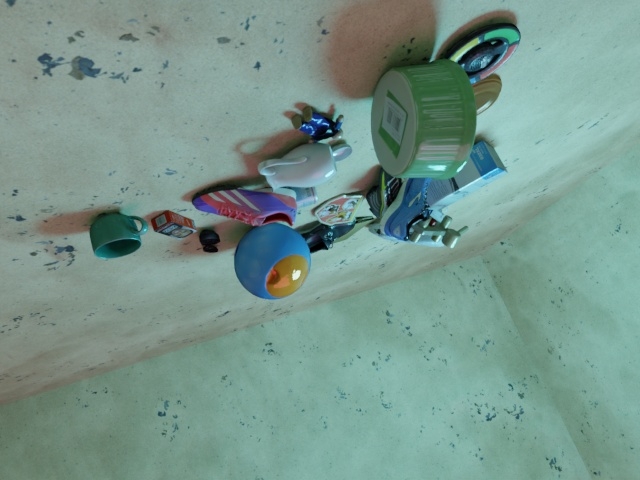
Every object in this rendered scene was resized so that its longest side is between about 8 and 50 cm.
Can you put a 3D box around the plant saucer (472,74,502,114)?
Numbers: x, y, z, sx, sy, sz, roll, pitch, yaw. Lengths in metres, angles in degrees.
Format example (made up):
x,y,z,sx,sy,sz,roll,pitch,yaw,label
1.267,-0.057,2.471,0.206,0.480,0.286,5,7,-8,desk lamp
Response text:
x,y,z,sx,sy,sz,roll,pitch,yaw,label
0.471,-0.431,1.573,0.200,0.037,0.200,-20,163,-7,plant saucer

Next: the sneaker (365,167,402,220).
x,y,z,sx,sy,sz,roll,pitch,yaw,label
0.229,-0.173,1.930,0.111,0.121,0.300,-47,153,-27,sneaker

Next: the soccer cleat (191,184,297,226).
x,y,z,sx,sy,sz,roll,pitch,yaw,label
-0.227,-0.098,1.545,0.318,0.116,0.108,-2,161,-14,soccer cleat

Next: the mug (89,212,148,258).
x,y,z,sx,sy,sz,roll,pitch,yaw,label
-0.576,-0.022,1.455,0.158,0.097,0.129,-16,161,-20,mug

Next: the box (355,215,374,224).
x,y,z,sx,sy,sz,roll,pitch,yaw,label
0.128,-0.043,2.308,0.164,0.021,0.201,-16,164,-47,box

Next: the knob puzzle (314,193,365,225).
x,y,z,sx,sy,sz,roll,pitch,yaw,label
0.068,-0.112,1.998,0.213,0.030,0.213,-15,150,-9,knob puzzle

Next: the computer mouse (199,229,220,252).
x,y,z,sx,sy,sz,roll,pitch,yaw,label
-0.402,0.003,1.850,0.071,0.041,0.242,-9,167,-12,computer mouse

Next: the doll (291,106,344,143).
x,y,z,sx,sy,sz,roll,pitch,yaw,label
0.008,-0.308,1.379,0.129,0.046,0.189,-29,161,27,doll

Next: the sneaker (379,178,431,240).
x,y,z,sx,sy,sz,roll,pitch,yaw,label
0.360,-0.144,1.887,0.330,0.147,0.130,-61,156,3,sneaker

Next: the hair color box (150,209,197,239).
x,y,z,sx,sy,sz,roll,pitch,yaw,label
-0.461,-0.047,1.605,0.072,0.043,0.141,-27,163,13,hair color box

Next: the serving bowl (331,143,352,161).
x,y,z,sx,sy,sz,roll,pitch,yaw,label
0.056,-0.274,1.565,0.083,0.027,0.083,-19,162,-6,serving bowl

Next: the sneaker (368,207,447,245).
x,y,z,sx,sy,sz,roll,pitch,yaw,label
0.410,-0.096,2.351,0.366,0.210,0.137,9,175,25,sneaker

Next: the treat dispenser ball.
x,y,z,sx,sy,sz,roll,pitch,yaw,label
-0.179,0.077,1.902,0.288,0.288,0.288,-20,162,-6,treat dispenser ball

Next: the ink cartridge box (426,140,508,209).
x,y,z,sx,sy,sz,roll,pitch,yaw,label
0.561,-0.252,2.026,0.307,0.129,0.223,-31,168,26,ink cartridge box

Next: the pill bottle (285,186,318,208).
x,y,z,sx,sy,sz,roll,pitch,yaw,label
-0.095,-0.143,1.678,0.160,0.087,0.087,-18,162,-11,pill bottle

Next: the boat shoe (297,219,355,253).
x,y,z,sx,sy,sz,roll,pitch,yaw,label
-0.001,-0.002,2.124,0.340,0.113,0.127,-18,140,-3,boat shoe

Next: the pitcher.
x,y,z,sx,sy,sz,roll,pitch,yaw,label
-0.066,-0.212,1.446,0.207,0.125,0.178,-15,173,8,pitcher

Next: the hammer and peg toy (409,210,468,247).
x,y,z,sx,sy,sz,roll,pitch,yaw,label
0.435,-0.066,2.102,0.266,0.361,0.127,-1,125,-50,hammer and peg toy

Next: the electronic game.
x,y,z,sx,sy,sz,roll,pitch,yaw,label
0.416,-0.482,1.338,0.229,0.048,0.229,-20,162,-7,electronic game

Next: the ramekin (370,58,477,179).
x,y,z,sx,sy,sz,roll,pitch,yaw,label
0.244,-0.299,1.285,0.148,0.303,0.303,-7,159,-17,ramekin
